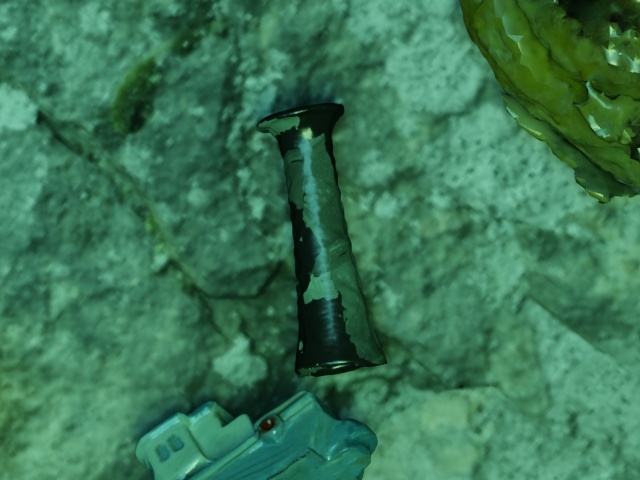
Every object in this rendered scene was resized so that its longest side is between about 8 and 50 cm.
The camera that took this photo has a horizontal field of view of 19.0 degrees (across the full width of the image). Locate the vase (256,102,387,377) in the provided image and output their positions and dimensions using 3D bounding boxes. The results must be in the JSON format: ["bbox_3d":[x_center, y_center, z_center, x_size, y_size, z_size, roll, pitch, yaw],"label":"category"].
[{"bbox_3d":[0.000,0.000,1.200,0.059,0.059,0.167,-10,83,8],"label":"vase"}]

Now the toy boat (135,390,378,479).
[{"bbox_3d":[-0.068,0.160,1.195,0.215,0.088,0.102,-40,46,5],"label":"toy boat"}]

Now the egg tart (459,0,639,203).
[{"bbox_3d":[0.225,-0.155,1.149,0.297,0.132,0.297,0,86,3],"label":"egg tart"}]
